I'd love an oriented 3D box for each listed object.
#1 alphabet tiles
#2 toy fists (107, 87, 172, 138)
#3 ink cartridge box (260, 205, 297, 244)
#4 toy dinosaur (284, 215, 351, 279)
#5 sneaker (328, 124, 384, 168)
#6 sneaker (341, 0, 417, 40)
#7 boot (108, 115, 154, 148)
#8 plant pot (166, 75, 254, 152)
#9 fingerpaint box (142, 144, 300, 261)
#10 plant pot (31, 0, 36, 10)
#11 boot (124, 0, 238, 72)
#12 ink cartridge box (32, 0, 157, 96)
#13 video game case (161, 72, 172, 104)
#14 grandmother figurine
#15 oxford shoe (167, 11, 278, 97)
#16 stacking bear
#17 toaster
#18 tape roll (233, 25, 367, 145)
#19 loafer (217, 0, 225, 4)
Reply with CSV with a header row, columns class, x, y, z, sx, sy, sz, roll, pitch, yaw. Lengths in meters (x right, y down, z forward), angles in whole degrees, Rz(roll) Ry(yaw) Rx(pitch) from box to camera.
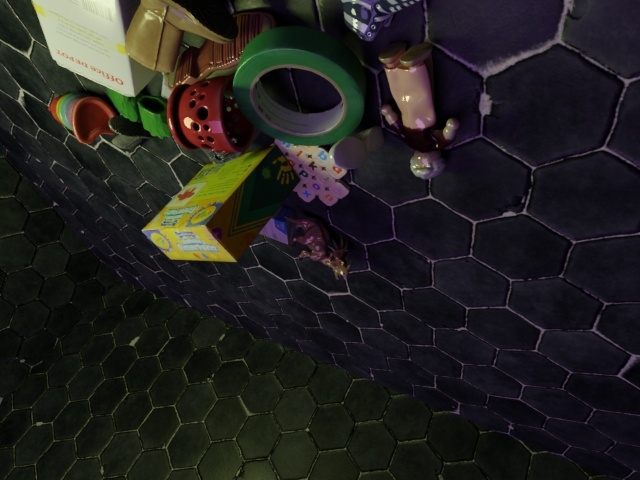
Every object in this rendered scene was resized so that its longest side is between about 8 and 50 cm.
class,x,y,z,sx,sy,sz,roll,pitch,yaw
alphabet tiles,-0.040,-0.228,1.359,0.284,0.021,0.278,40,150,-11
toy fists,-0.623,-0.463,1.470,0.279,0.096,0.142,32,149,8
ink cartridge box,-0.213,-0.085,1.647,0.231,0.078,0.134,20,145,19
toy dinosaur,0.000,0.000,1.549,0.200,0.127,0.296,-18,111,42
sneaker,0.075,-0.232,1.078,0.094,0.212,0.080,-1,114,43
sneaker,0.156,-0.464,0.797,0.282,0.099,0.153,22,142,28
boot,-0.757,-0.413,1.626,0.208,0.076,0.189,3,175,42
plant pot,-0.287,-0.327,1.096,0.174,0.191,0.191,5,141,16
fingerpaint box,-0.341,-0.113,1.427,0.444,0.371,0.163,-2,135,45
plant pot,-0.828,-0.723,1.363,0.236,0.032,0.236,23,146,16
boot,-0.352,-0.507,1.048,0.236,0.089,0.269,29,153,-21
ink cartridge box,-0.617,-0.636,1.154,0.279,0.160,0.385,25,147,-2
video game case,-0.421,-0.461,1.372,0.212,0.023,0.193,37,148,-6
grandmother figurine,0.238,-0.281,0.987,0.208,0.104,0.342,41,164,44
oxford shoe,-0.240,-0.480,1.131,0.396,0.141,0.146,-5,165,37
stacking bear,-0.966,-0.505,1.667,0.289,0.175,0.164,21,133,33
toaster,-0.273,-0.336,1.296,0.227,0.146,0.129,-9,130,48
tape roll,-0.048,-0.362,1.031,0.321,0.077,0.321,7,154,4
loafer,-0.241,-0.601,0.977,0.078,0.076,0.223,39,152,-27
